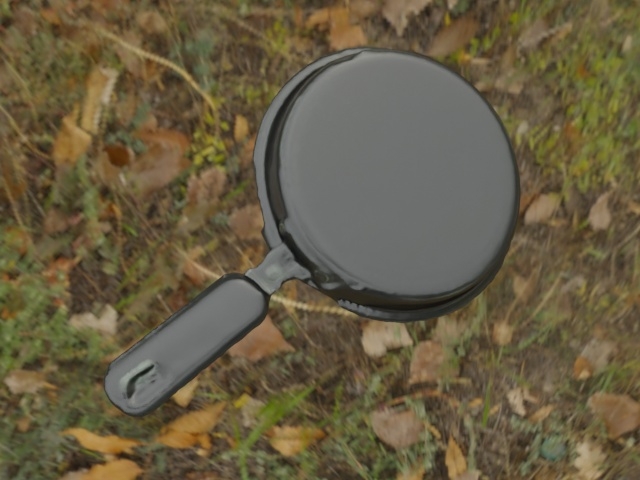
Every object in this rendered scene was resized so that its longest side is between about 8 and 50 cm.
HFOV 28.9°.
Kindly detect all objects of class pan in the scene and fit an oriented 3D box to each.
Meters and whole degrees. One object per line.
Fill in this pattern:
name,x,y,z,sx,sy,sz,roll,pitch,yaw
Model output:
pan,0.000,0.000,0.562,0.235,0.028,0.136,-39,92,-21
